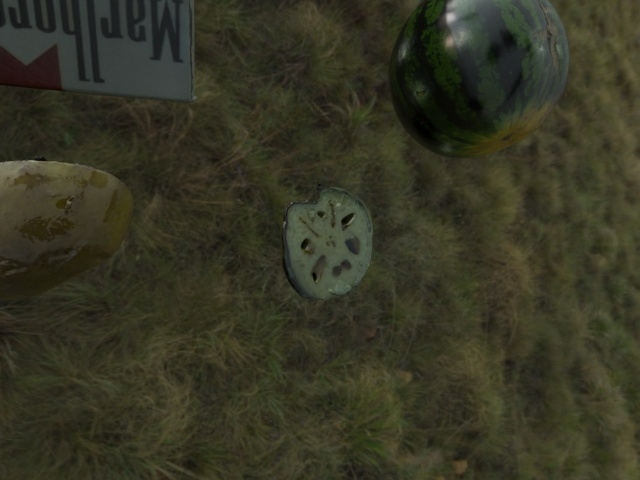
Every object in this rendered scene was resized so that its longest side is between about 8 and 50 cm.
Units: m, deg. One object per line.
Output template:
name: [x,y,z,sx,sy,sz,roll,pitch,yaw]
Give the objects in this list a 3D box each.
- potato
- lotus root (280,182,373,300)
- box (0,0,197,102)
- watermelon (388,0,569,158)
potato: [-0.402,0.000,0.680,0.298,0.239,0.116,-10,56,-31]
lotus root: [0.000,0.004,0.893,0.183,0.078,0.204,7,86,-29]
box: [-0.199,-0.187,0.430,0.036,0.177,0.115,-98,-166,-63]
watermelon: [0.230,-0.252,0.736,0.268,0.268,0.269,15,70,-47]
